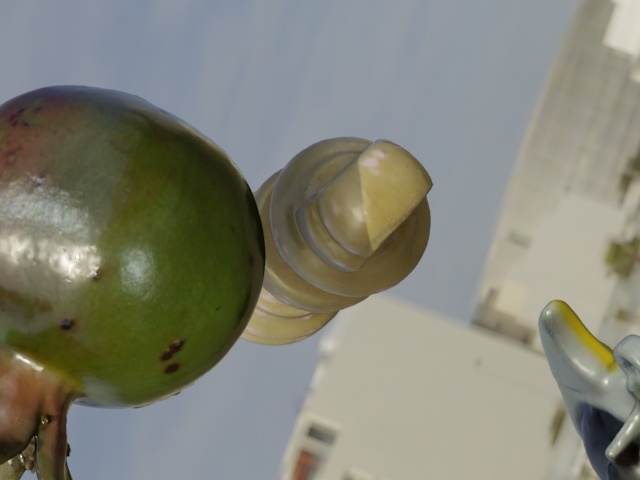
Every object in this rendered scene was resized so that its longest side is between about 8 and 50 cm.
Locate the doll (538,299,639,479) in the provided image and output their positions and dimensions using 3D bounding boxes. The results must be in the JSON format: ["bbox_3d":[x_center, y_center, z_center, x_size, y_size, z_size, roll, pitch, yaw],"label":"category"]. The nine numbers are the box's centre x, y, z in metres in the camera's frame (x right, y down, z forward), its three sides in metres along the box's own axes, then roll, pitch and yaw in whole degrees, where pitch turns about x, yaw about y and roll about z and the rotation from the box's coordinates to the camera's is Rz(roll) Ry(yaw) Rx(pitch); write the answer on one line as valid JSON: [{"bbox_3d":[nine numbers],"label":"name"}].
[{"bbox_3d":[0.222,0.153,1.217,0.316,0.103,0.145,70,179,-49],"label":"doll"}]

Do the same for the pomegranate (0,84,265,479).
[{"bbox_3d":[-0.127,0.033,0.999,0.181,0.181,0.224,91,-162,-65],"label":"pomegranate"}]

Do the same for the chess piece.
[{"bbox_3d":[0.000,0.000,1.287,0.397,0.117,0.117,150,142,-77],"label":"chess piece"}]
